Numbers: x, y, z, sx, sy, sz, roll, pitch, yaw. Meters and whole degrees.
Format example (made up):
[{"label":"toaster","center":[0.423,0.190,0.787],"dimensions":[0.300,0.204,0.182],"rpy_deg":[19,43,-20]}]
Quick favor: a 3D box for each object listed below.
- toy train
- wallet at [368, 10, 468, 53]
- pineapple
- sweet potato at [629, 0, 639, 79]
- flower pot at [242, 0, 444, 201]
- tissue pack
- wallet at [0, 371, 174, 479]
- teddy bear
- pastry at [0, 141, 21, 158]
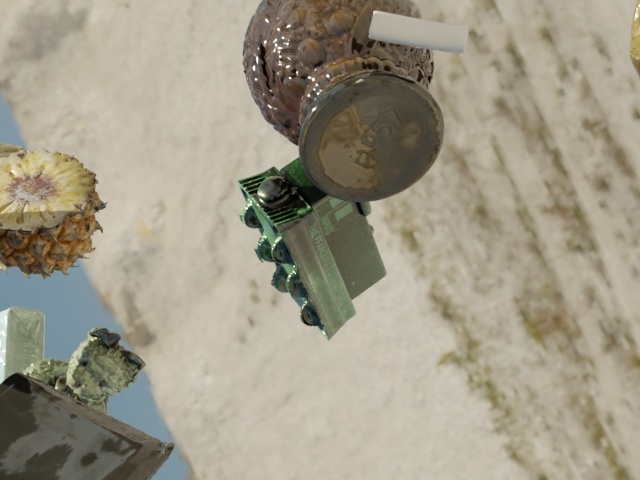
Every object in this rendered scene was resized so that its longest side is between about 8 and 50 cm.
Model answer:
[{"label":"toy train","center":[0.000,0.000,2.017],"dimensions":[0.138,0.178,0.330],"rpy_deg":[47,168,38]},{"label":"wallet","center":[0.122,-0.256,1.681],"dimensions":[0.061,0.122,0.025],"rpy_deg":[-76,-5,-59]},{"label":"pineapple","center":[-0.344,-0.010,1.660],"dimensions":[0.176,0.161,0.137],"rpy_deg":[25,138,25]},{"label":"sweet potato","center":[0.570,-0.220,2.071],"dimensions":[0.158,0.157,0.370],"rpy_deg":[-107,-7,-68]},{"label":"flower pot","center":[0.041,-0.201,1.821],"dimensions":[0.267,0.266,0.266],"rpy_deg":[-106,-11,-50]},{"label":"tissue pack","center":[-0.542,0.217,2.131],"dimensions":[0.089,0.263,0.177],"rpy_deg":[17,-117,-42]},{"label":"wallet","center":[-0.318,0.249,1.208],"dimensions":[0.247,0.323,0.041],"rpy_deg":[18,138,40]},{"label":"teddy bear","center":[-0.296,0.188,1.659],"dimensions":[0.133,0.213,0.111],"rpy_deg":[47,-171,1]},{"label":"pastry","center":[-0.489,-0.070,2.061],"dimensions":[0.156,0.092,0.156],"rpy_deg":[-6,83,59]}]
